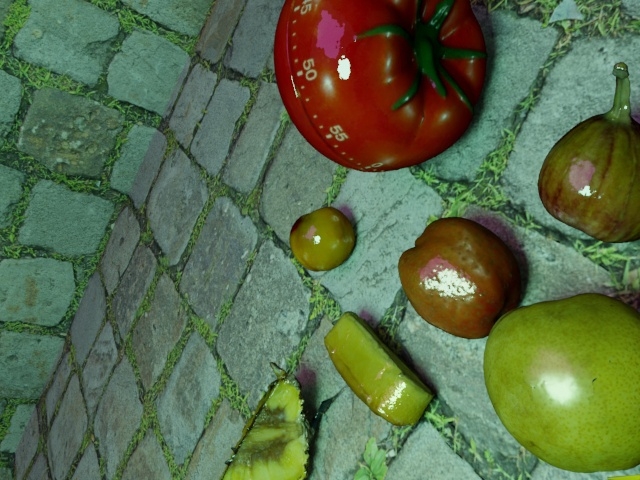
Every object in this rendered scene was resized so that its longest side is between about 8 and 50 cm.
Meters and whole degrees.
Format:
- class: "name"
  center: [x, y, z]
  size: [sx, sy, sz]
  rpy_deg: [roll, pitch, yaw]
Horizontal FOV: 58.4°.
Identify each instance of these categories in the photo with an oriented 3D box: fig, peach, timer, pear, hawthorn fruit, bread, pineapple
- class: "fig"
  center: [0.364, -0.097, 0.743]
  size: [0.149, 0.148, 0.202]
  rpy_deg: [-5, 79, 59]
- class: "peach"
  center: [0.000, 0.000, 1.188]
  size: [0.138, 0.138, 0.138]
  rpy_deg: [-25, 57, 44]
- class: "timer"
  center: [0.098, -0.307, 0.985]
  size: [0.279, 0.377, 0.378]
  rpy_deg: [2, 77, 49]
- class: "pear"
  center: [0.301, 0.167, 0.671]
  size: [0.208, 0.208, 0.209]
  rpy_deg: [-25, 57, 44]
- class: "hawthorn fruit"
  center: [0.209, 0.060, 0.862]
  size: [0.189, 0.189, 0.189]
  rpy_deg: [-25, 57, 44]
- class: "bread"
  center: [0.095, 0.221, 0.997]
  size: [0.094, 0.102, 0.245]
  rpy_deg: [-56, 40, 8]
- class: "pineapple"
  center: [-0.083, 0.395, 1.141]
  size: [0.161, 0.158, 0.335]
  rpy_deg: [53, -120, -88]

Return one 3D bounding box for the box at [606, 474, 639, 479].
- class: "box"
  center: [0.405, 0.357, 0.544]
  size: [0.168, 0.097, 0.265]
  rpy_deg: [-27, 55, 42]
